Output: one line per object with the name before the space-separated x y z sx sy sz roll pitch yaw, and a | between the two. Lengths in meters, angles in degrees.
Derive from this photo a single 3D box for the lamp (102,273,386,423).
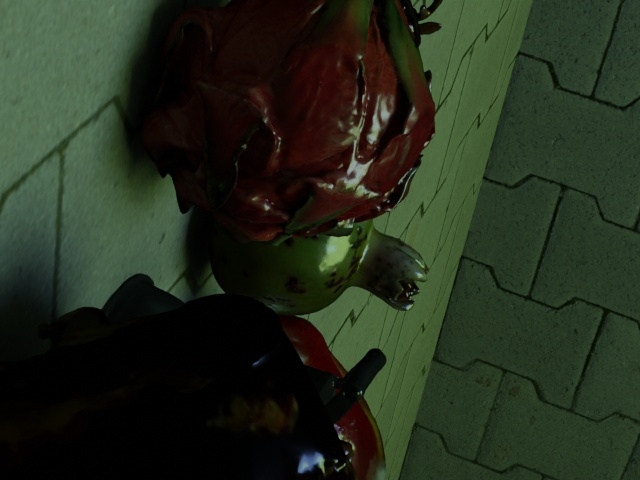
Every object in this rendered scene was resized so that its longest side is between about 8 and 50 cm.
lamp | -0.079 0.142 1.181 0.147 0.227 0.172 -43 151 -65

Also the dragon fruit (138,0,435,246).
dragon fruit | -0.017 -0.129 1.069 0.234 0.234 0.293 -46 150 -61

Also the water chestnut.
water chestnut | -0.119 0.221 0.939 0.335 0.335 0.346 -39 115 -67

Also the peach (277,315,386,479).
peach | -0.107 0.232 1.384 0.338 0.281 0.281 -35 168 4

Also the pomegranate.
pomegranate | -0.009 -0.003 1.335 0.179 0.210 0.179 -40 -145 35

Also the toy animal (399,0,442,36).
toy animal | 0.071 -0.181 1.642 0.260 0.087 0.243 97 16 -57
